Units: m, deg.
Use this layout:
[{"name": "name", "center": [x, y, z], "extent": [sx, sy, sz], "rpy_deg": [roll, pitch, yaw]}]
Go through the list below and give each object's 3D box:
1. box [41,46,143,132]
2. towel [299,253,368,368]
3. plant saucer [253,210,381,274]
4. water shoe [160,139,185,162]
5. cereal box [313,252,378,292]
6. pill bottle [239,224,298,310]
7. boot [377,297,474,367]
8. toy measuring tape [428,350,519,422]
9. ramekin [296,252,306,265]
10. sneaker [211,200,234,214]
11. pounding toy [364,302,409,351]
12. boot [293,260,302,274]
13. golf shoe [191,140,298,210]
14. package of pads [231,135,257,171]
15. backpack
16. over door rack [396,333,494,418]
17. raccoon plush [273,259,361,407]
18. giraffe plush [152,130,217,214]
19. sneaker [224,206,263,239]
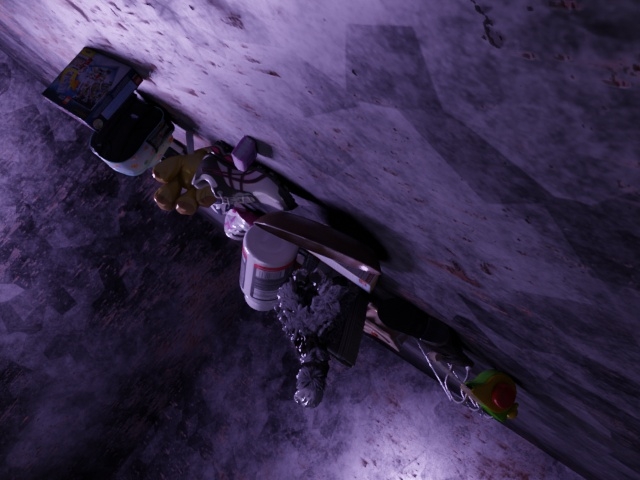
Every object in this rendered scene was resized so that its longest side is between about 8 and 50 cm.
[{"name": "box", "center": [-0.534, -0.356, 1.239], "extent": [0.233, 0.159, 0.044], "rpy_deg": [30, 169, 35]}, {"name": "towel", "center": [0.024, 0.245, 1.855], "extent": [0.312, 0.324, 0.056], "rpy_deg": [39, 130, -18]}, {"name": "plant saucer", "center": [0.000, 0.000, 1.210], "extent": [0.311, 0.050, 0.310], "rpy_deg": [21, 174, 2]}, {"name": "water shoe", "center": [-0.491, -0.276, 1.728], "extent": [0.073, 0.080, 0.203], "rpy_deg": [38, 171, -7]}, {"name": "cereal box", "center": [0.052, 0.055, 1.477], "extent": [0.240, 0.047, 0.173], "rpy_deg": [34, 172, 10]}, {"name": "pill bottle", "center": [-0.177, 0.098, 1.768], "extent": [0.176, 0.176, 0.318], "rpy_deg": [34, 142, 15]}, {"name": "boot", "center": [0.303, 0.282, 1.553], "extent": [0.263, 0.091, 0.229], "rpy_deg": [26, 166, 39]}, {"name": "toy measuring tape", "center": [0.444, 0.381, 1.481], "extent": [0.330, 0.121, 0.121], "rpy_deg": [42, 170, -14]}, {"name": "ramekin", "center": [-0.144, 0.125, 2.105], "extent": [0.109, 0.207, 0.207], "rpy_deg": [41, 176, 41]}, {"name": "sneaker", "center": [-0.328, -0.141, 1.778], "extent": [0.153, 0.094, 0.235], "rpy_deg": [38, 169, -38]}, {"name": "pounding toy", "center": [0.192, 0.342, 2.038], "extent": [0.269, 0.155, 0.154], "rpy_deg": [32, 162, 24]}, {"name": "boot", "center": [-0.052, 0.121, 1.982], "extent": [0.283, 0.109, 0.220], "rpy_deg": [52, -147, 13]}, {"name": "golf shoe", "center": [-0.172, -0.119, 1.225], "extent": [0.273, 0.120, 0.105], "rpy_deg": [30, 168, 26]}, {"name": "package of pads", "center": [-0.154, -0.174, 1.079], "extent": [0.032, 0.050, 0.083], "rpy_deg": [36, 170, 2]}, {"name": "backpack", "center": [-0.490, -0.264, 1.385], "extent": [0.166, 0.188, 0.144], "rpy_deg": [28, 162, 14]}, {"name": "over door rack", "center": [0.421, 0.412, 1.718], "extent": [0.239, 0.108, 0.324], "rpy_deg": [36, -173, -41]}, {"name": "raccoon plush", "center": [-0.006, 0.270, 1.656], "extent": [0.216, 0.446, 0.299], "rpy_deg": [11, 173, 22]}, {"name": "giraffe plush", "center": [-0.332, -0.163, 1.419], "extent": [0.181, 0.210, 0.170], "rpy_deg": [11, 174, 5]}, {"name": "sneaker", "center": [-0.274, -0.050, 1.884], "extent": [0.103, 0.111, 0.252], "rpy_deg": [11, -173, -25]}]
